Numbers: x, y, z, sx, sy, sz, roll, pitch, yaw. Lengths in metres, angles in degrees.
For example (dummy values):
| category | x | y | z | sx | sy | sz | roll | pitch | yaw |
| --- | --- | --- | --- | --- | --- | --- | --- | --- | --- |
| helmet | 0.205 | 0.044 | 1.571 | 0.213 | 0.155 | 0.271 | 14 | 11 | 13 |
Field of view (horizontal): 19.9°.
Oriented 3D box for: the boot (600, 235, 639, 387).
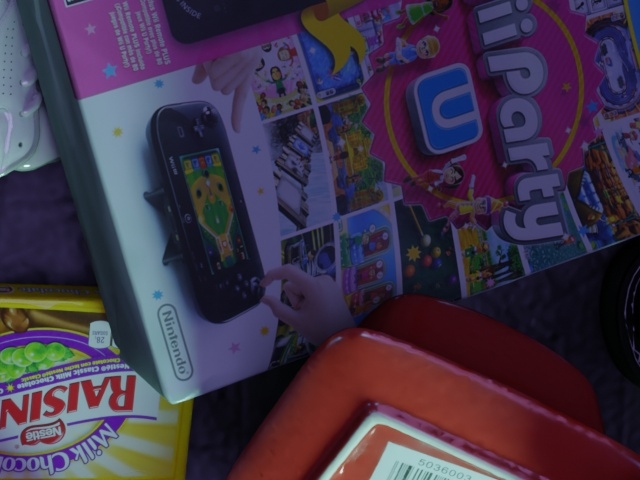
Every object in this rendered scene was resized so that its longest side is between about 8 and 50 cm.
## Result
| category | x | y | z | sx | sy | sz | roll | pitch | yaw |
| --- | --- | --- | --- | --- | --- | --- | --- | --- | --- |
| boot | 0.324 | 0.020 | 0.888 | 0.348 | 0.260 | 0.131 | -22 | 96 | -7 |

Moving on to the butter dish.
| category | x | y | z | sx | sy | sz | roll | pitch | yaw |
| --- | --- | --- | --- | --- | --- | --- | --- | --- | --- |
| butter dish | 0.055 | 0.084 | 0.830 | 0.160 | 0.118 | 0.160 | 26 | 133 | -9 |

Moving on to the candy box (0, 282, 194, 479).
| category | x | y | z | sx | sy | sz | roll | pitch | yaw |
| --- | --- | --- | --- | --- | --- | --- | --- | --- | --- |
| candy box | -0.164 | 0.073 | 0.909 | 0.206 | 0.027 | 0.105 | 2 | 109 | -16 |

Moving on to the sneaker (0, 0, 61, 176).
| category | x | y | z | sx | sy | sz | roll | pitch | yaw |
| --- | --- | --- | --- | --- | --- | --- | --- | --- | --- |
| sneaker | -0.170 | -0.088 | 0.900 | 0.115 | 0.090 | 0.232 | 25 | 98 | -16 |

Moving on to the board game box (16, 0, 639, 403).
| category | x | y | z | sx | sy | sz | roll | pitch | yaw |
| --- | --- | --- | --- | --- | --- | --- | --- | --- | --- |
| board game box | 0.026 | -0.083 | 0.873 | 0.303 | 0.097 | 0.224 | -19 | 106 | -17 |
